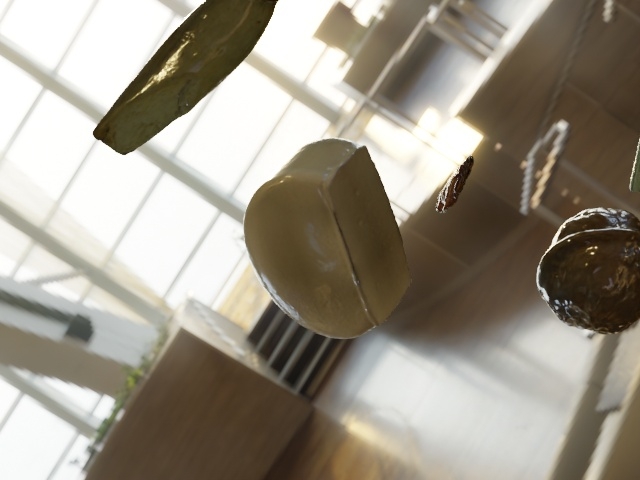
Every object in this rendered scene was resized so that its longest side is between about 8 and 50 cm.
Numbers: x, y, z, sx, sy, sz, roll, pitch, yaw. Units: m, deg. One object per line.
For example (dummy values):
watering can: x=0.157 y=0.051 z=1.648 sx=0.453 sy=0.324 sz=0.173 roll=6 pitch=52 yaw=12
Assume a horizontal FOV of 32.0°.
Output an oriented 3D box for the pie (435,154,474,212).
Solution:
pie: x=0.282 y=-0.111 z=2.372 sx=0.170 sy=0.034 sz=0.092 roll=121 pitch=167 yaw=-46

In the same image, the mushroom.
mushroom: x=-0.169 y=-0.231 z=1.454 sx=0.333 sy=0.087 sz=0.107 roll=-46 pitch=39 yaw=13

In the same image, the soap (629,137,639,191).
soap: x=0.688 y=-0.187 z=2.216 sx=0.063 sy=0.114 sz=0.198 roll=-58 pitch=-24 yaw=-57

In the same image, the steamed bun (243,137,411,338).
steamed bun: x=0.000 y=0.000 z=1.445 sx=0.164 sy=0.242 sz=0.146 roll=-5 pitch=28 yaw=32

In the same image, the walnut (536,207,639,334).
walnut: x=0.473 y=0.050 z=1.888 sx=0.224 sy=0.224 sz=0.224 roll=-56 pitch=9 yaw=13
